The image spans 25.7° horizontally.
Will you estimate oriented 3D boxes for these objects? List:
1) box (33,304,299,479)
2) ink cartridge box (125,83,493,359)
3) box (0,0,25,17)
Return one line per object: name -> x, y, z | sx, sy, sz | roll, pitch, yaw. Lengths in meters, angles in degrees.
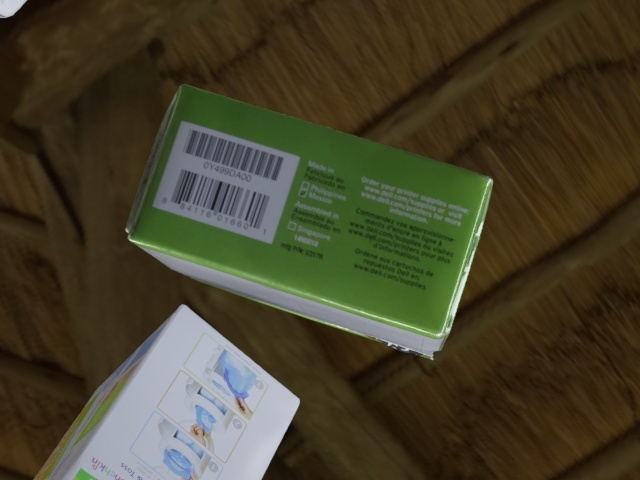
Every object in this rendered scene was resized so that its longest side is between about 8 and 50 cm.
box -> -0.112, 0.154, 0.852 | 0.103, 0.203, 0.114 | 41, -54, -8
ink cartridge box -> 0.000, 0.000, 0.893 | 0.189, 0.255, 0.097 | 18, -96, 6
box -> -0.083, -0.266, 0.495 | 0.232, 0.058, 0.322 | -39, -131, 24
